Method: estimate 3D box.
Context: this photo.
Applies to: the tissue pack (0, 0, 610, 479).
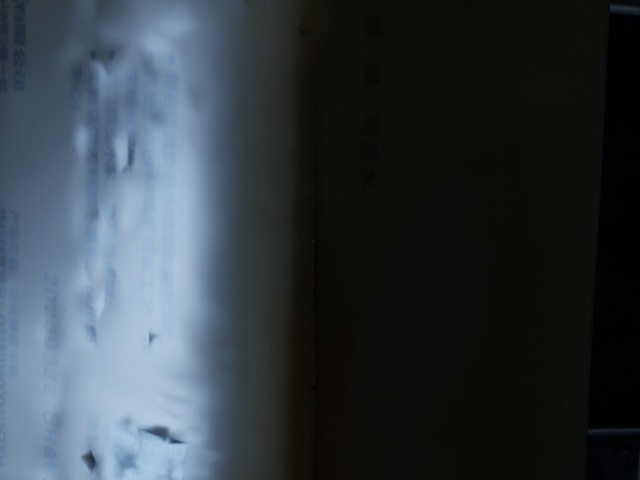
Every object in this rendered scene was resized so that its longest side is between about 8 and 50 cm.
[{"bbox_3d":[0.000,0.000,0.619,0.239,0.305,0.238,2,-173,0],"label":"tissue pack"}]
